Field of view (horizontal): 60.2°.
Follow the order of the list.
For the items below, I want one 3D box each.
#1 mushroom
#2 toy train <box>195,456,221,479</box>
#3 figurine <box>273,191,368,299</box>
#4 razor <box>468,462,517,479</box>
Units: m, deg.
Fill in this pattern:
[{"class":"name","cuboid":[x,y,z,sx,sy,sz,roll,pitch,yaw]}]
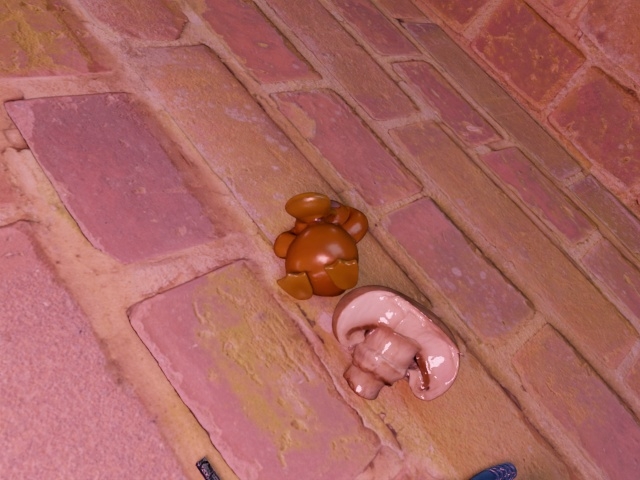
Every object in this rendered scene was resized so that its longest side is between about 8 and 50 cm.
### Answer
[{"class":"mushroom","cuboid":[0.135,0.198,1.064,0.254,0.195,0.189,35,8,6]},{"class":"toy train","cuboid":[-0.156,0.361,0.819,0.017,0.017,0.083,-26,70,-43]},{"class":"figurine","cuboid":[0.002,0.010,1.145,0.215,0.215,0.228,5,65,-31]},{"class":"razor","cuboid":[0.273,0.453,1.007,0.253,0.042,0.082,0,52,-35]}]
